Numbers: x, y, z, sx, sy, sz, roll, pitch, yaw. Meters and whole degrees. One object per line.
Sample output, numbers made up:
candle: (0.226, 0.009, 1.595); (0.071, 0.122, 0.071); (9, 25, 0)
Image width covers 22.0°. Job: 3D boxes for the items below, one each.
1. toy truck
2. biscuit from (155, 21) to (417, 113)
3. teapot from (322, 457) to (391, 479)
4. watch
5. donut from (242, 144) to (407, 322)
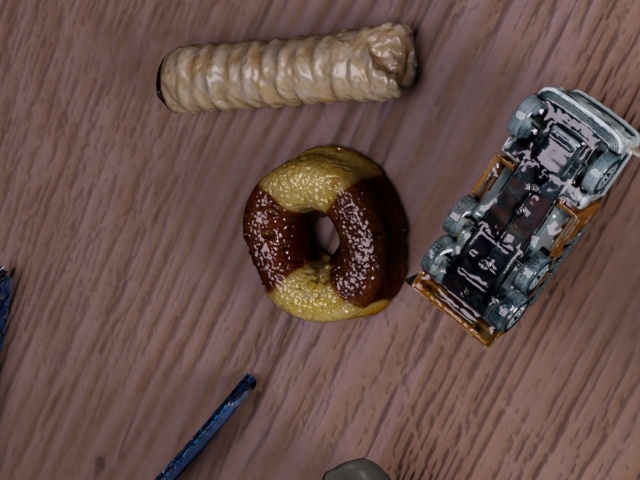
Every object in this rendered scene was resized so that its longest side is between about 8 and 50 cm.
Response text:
toy truck: (0.151, -0.023, 1.141); (0.080, 0.115, 0.178); (40, 116, 17)
biscuit: (-0.031, -0.130, 1.259); (0.219, 0.055, 0.061); (0, 89, 29)
teapot: (0.114, 0.341, 1.180); (0.344, 0.253, 0.300); (33, 145, 28)
watch: (-0.202, 0.195, 1.416); (0.276, 0.068, 0.274); (22, 104, 24)
donut: (0.000, 0.000, 1.266); (0.140, 0.059, 0.140); (5, 102, 25)
